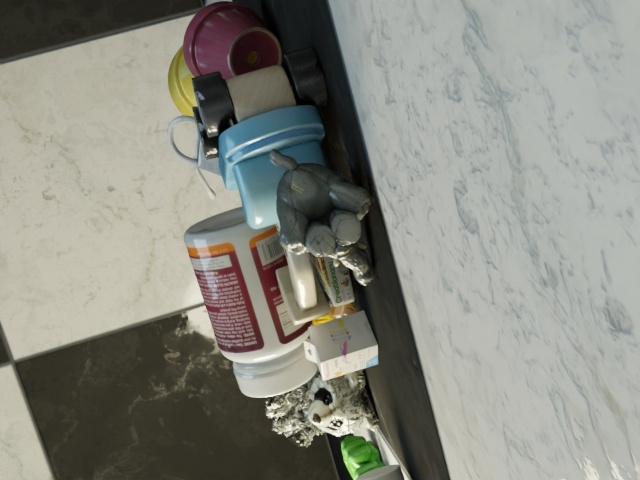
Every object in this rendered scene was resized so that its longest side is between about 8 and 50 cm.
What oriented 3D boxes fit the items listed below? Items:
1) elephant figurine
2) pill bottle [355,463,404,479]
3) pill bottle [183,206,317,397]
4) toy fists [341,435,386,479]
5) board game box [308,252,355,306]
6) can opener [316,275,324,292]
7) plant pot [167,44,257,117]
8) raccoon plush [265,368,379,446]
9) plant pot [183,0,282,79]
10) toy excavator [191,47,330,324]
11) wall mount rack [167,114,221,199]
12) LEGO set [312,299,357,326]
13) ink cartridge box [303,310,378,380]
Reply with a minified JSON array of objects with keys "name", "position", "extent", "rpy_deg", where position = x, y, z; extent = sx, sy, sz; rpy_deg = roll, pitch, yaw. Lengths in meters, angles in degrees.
[{"name":"elephant figurine","position":[0.008,-0.032,1.357],"extent":[0.239,0.169,0.186],"rpy_deg":[39,-122,-78]},{"name":"pill bottle","position":[0.158,0.606,1.712],"extent":[0.131,0.131,0.229],"rpy_deg":[117,136,-80]},{"name":"pill bottle","position":[-0.145,0.133,1.796],"extent":[0.224,0.224,0.392],"rpy_deg":[-132,26,-74]},{"name":"toy fists","position":[0.131,0.618,2.112],"extent":[0.142,0.096,0.279],"rpy_deg":[66,175,-26]},{"name":"board game box","position":[0.000,0.000,1.832],"extent":[0.305,0.053,0.193],"rpy_deg":[-123,19,-66]},{"name":"can opener","position":[0.006,0.076,2.015],"extent":[0.059,0.073,0.186],"rpy_deg":[35,-170,-18]},{"name":"plant pot","position":[-0.247,-0.433,2.064],"extent":[0.239,0.254,0.254],"rpy_deg":[-13,94,68]},{"name":"raccoon plush","position":[0.043,0.355,2.134],"extent":[0.216,0.299,0.446],"rpy_deg":[60,-149,-22]},{"name":"plant pot","position":[-0.181,-0.421,1.784],"extent":[0.180,0.201,0.201],"rpy_deg":[34,143,53]},{"name":"toy excavator","position":[-0.076,-0.071,1.510],"extent":[0.433,0.222,0.445],"rpy_deg":[125,129,-78]},{"name":"wall mount rack","position":[-0.173,-0.167,1.828],"extent":[0.130,0.350,0.304],"rpy_deg":[-48,-25,-53]},{"name":"LEGO set","position":[0.042,0.178,1.897],"extent":[0.132,0.107,0.287],"rpy_deg":[33,152,18]},{"name":"ink cartridge box","position":[0.040,0.224,1.684],"extent":[0.092,0.143,0.090],"rpy_deg":[83,168,-54]}]
